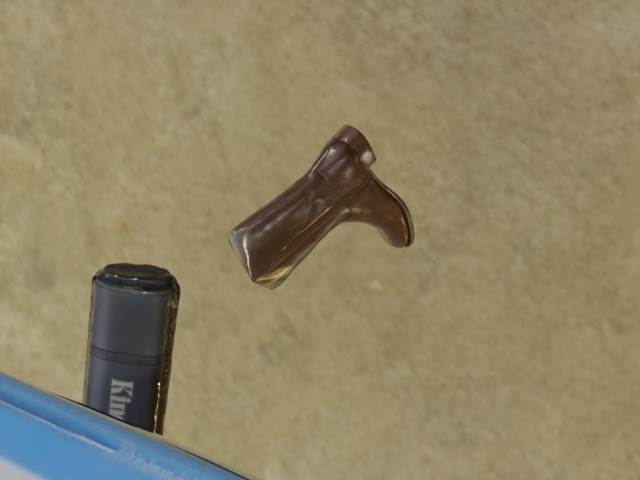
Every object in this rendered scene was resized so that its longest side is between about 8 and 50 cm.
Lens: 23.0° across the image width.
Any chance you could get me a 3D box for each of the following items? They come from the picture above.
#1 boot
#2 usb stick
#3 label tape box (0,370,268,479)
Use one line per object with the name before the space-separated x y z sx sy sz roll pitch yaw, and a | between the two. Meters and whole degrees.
boot | 0.000 0.000 0.986 0.114 0.037 0.106 -47 126 -20
usb stick | -0.175 0.145 1.406 0.077 0.045 0.278 5 118 -8
label tape box | 0.033 0.147 0.432 0.347 0.249 0.115 37 73 -51
